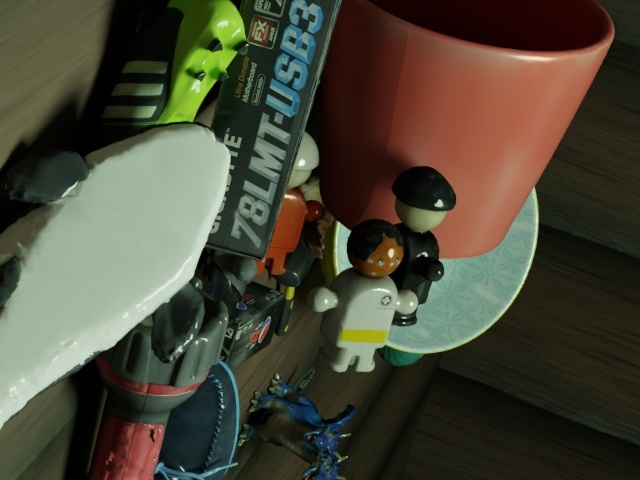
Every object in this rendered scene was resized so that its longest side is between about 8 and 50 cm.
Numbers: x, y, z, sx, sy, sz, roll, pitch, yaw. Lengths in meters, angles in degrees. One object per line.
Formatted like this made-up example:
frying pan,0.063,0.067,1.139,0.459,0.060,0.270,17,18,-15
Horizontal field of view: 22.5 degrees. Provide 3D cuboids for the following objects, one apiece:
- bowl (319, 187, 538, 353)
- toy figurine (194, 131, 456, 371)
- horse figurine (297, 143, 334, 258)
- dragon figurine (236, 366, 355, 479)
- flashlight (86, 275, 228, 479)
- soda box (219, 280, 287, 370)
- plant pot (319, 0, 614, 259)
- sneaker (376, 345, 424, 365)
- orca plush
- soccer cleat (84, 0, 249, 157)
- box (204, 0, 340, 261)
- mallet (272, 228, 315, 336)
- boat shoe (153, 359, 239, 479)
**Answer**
bowl,0.103,-0.019,1.950,0.156,0.289,0.289,21,-91,58
toy figurine,0.000,0.000,1.417,0.209,0.213,0.148,-38,146,-64
horse figurine,0.027,-0.105,1.741,0.174,0.066,0.263,43,66,-72
dragon figurine,-0.010,0.233,2.001,0.289,0.144,0.085,-15,126,-77
flashlight,-0.154,0.170,1.295,0.103,0.103,0.304,-16,133,-43
soda box,-0.086,0.083,1.572,0.169,0.053,0.060,-26,137,-74
plant pot,0.117,-0.132,1.561,0.275,0.275,0.243,-51,159,-58
sneaker,0.075,0.058,2.151,0.121,0.108,0.302,-36,133,-37
orca plush,-0.163,0.046,1.004,0.102,0.151,0.287,-18,-134,62
soccer cleat,-0.115,-0.096,1.069,0.060,0.072,0.179,2,132,-54
box,-0.017,-0.182,1.188,0.293,0.073,0.295,-75,180,-57
mallet,-0.039,0.065,1.834,0.189,0.039,0.062,105,11,-50
boat shoe,-0.141,0.227,1.452,0.089,0.109,0.258,-29,137,-69
